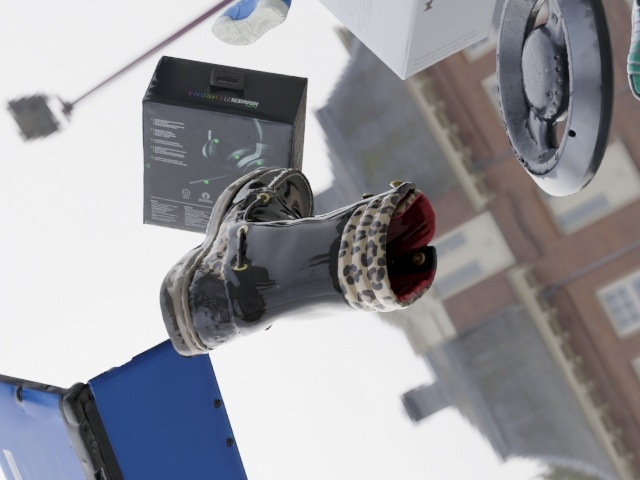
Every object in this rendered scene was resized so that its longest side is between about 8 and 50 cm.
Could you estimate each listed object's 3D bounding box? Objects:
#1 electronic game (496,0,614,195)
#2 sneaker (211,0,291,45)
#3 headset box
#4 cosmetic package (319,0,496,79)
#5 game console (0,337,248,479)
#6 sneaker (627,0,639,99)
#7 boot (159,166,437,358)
[{"bbox_3d":[0.215,-0.155,1.411,0.048,0.229,0.229,-6,-120,-14],"label":"electronic game"},{"bbox_3d":[-0.089,-0.330,2.151,0.058,0.152,0.084,35,-121,-26],"label":"sneaker"},{"bbox_3d":[-0.155,-0.149,2.472,0.131,0.246,0.283,-76,-8,-47],"label":"headset box"},{"bbox_3d":[0.113,-0.337,1.963,0.151,0.151,0.183,-29,-119,-25],"label":"cosmetic package"},{"bbox_3d":[-0.261,0.248,1.919,0.173,0.250,0.293,-51,-41,-43],"label":"game console"},{"bbox_3d":[0.591,-0.360,2.745,0.098,0.083,0.223,-40,-46,-83],"label":"sneaker"},{"bbox_3d":[0.000,0.000,1.809,0.138,0.284,0.377,70,-154,-17],"label":"boot"}]
